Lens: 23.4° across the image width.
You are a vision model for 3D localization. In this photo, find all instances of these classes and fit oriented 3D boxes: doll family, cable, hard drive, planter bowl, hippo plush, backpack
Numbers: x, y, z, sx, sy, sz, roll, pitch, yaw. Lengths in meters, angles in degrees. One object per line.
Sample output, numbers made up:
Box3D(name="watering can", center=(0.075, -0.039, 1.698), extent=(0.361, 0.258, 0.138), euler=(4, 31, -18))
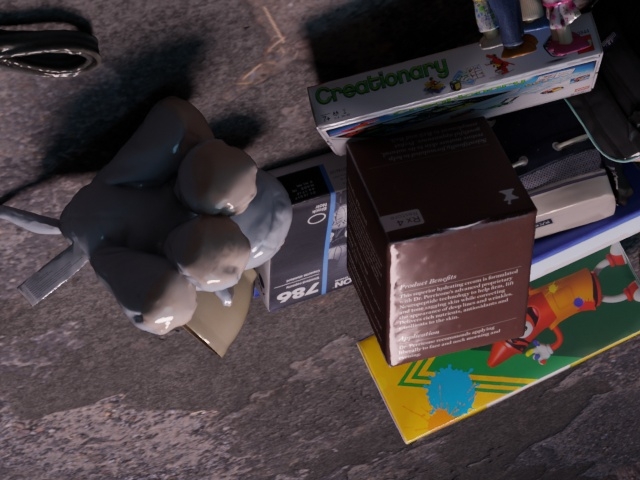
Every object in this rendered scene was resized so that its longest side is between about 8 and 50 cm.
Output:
Box3D(name="doll family", center=(0.166, -0.262, 1.470), extent=(0.118, 0.163, 0.263), euler=(-16, -165, 1))
Box3D(name="cable", center=(-0.323, -0.167, 1.398), extent=(0.139, 0.072, 0.287), euler=(-30, 154, 25))
Box3D(name="hard drive", center=(0.267, -0.022, 2.016), extent=(0.319, 0.210, 0.040), euler=(-25, 120, 3))
Box3D(name="planter bowl", center=(-0.147, 0.049, 1.882), extent=(0.109, 0.162, 0.162), euler=(-50, 155, -8))
Box3D(name="hippo plush", center=(-0.146, 0.011, 1.691), extent=(0.294, 0.234, 0.236), euler=(-33, 152, 19))
Box3D(name="backpack", center=(0.374, -0.183, 1.796), extent=(0.144, 0.188, 0.166), euler=(9, 139, -48))

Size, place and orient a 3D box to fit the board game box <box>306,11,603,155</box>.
Box3D(name="board game box", center=(0.148, -0.165, 1.684), extent=(0.305, 0.053, 0.193), euler=(-14, 173, 5))

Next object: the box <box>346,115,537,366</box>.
Box3D(name="box", center=(0.129, 0.002, 1.719), extent=(0.169, 0.167, 0.203), euler=(-11, 135, -10))

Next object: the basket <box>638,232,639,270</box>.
Box3D(name="basket", center=(0.541, -0.013, 2.218), extent=(0.223, 0.213, 0.299), euler=(-35, 149, 13))

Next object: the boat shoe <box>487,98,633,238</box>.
Box3D(name="boat shoe", center=(0.202, -0.073, 1.921), extent=(0.341, 0.158, 0.127), euler=(-15, 161, 5))

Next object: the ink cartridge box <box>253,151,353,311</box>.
Box3D(name="ink cartridge box", center=(0.000, 0.000, 1.988), extent=(0.165, 0.065, 0.332), euler=(-18, 155, -12))

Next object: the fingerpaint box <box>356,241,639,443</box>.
Box3D(name="fingerpaint box", center=(0.274, 0.130, 2.215), extent=(0.371, 0.163, 0.445), euler=(-27, 172, 8))
